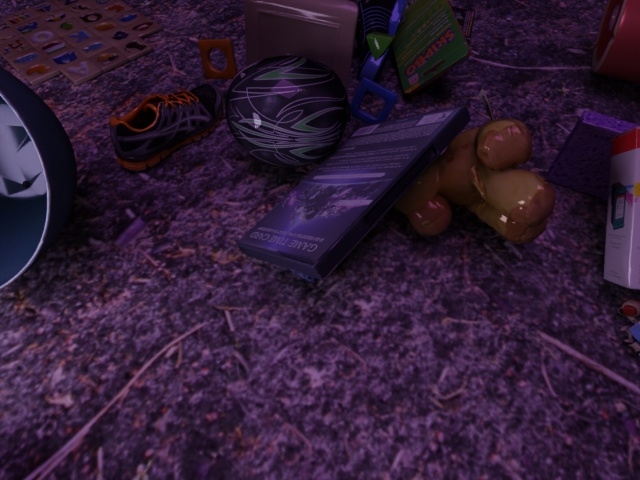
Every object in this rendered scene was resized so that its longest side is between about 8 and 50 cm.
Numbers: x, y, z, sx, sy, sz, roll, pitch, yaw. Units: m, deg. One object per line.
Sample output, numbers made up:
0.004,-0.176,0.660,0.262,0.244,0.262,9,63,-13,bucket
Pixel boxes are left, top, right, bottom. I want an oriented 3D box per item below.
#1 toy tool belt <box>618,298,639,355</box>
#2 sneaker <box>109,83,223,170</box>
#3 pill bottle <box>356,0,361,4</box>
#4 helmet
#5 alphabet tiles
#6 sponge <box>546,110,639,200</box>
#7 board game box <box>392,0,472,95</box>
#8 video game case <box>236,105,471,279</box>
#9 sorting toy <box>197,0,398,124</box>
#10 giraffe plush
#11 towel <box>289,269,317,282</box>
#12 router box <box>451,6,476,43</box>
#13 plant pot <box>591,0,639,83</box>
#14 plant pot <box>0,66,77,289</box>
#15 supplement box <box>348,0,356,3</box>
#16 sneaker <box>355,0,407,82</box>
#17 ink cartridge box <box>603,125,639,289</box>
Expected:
0.374,0.108,0.457,0.051,0.052,0.083,-25,58,-26,toy tool belt
-0.240,-0.200,0.651,0.084,0.083,0.214,28,58,20,sneaker
0.008,-0.606,0.885,0.161,0.160,0.283,-33,61,-20,pill bottle
-0.048,-0.186,0.594,0.170,0.169,0.161,22,42,14,helmet
-0.522,-0.440,0.861,0.343,0.011,0.285,38,63,23,alphabet tiles
0.442,-0.094,0.556,0.210,0.117,0.031,24,60,16,sponge
0.197,-0.382,0.765,0.124,0.039,0.259,-27,46,32,board game box
0.033,-0.071,0.513,0.274,0.026,0.196,-47,28,-20,video game case
-0.036,-0.292,0.658,0.348,0.195,0.047,18,39,12,sorting toy
0.169,-0.076,0.532,0.171,0.181,0.210,-21,66,11,giraffe plush
0.000,0.000,0.544,0.067,0.029,0.119,30,60,19,towel
0.268,-0.441,0.845,0.092,0.038,0.122,14,57,11,router box
0.632,-0.379,0.687,0.244,0.274,0.274,13,56,21,plant pot
-0.431,-0.094,0.491,0.291,0.289,0.195,-5,19,-3,plant pot
-0.014,-0.389,0.764,0.112,0.113,0.219,15,58,11,supplement box
0.095,-0.391,0.764,0.091,0.081,0.232,20,68,0,sneaker
0.422,-0.059,0.467,0.134,0.078,0.230,2,94,16,ink cartridge box
